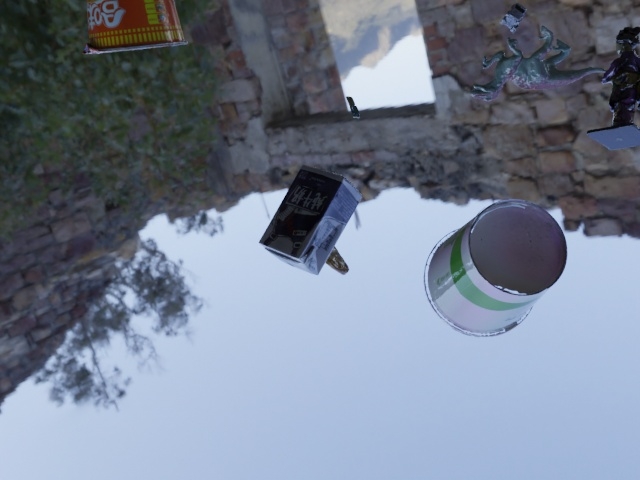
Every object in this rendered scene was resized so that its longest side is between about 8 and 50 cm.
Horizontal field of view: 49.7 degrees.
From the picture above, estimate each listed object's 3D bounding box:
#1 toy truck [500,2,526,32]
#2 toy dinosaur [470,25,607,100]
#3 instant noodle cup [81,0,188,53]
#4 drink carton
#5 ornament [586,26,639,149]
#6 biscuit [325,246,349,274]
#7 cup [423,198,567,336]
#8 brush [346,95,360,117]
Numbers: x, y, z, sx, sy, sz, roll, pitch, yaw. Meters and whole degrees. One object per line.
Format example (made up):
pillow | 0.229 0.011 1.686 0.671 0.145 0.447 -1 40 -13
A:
toy truck | 0.427 -0.492 1.522 0.044 0.039 0.083 -53 176 1
toy dinosaur | 0.438 -0.330 1.368 0.242 0.167 0.053 17 -164 -5
instant noodle cup | -0.353 -0.455 1.256 0.193 0.212 0.193 -6 -163 2
drink carton | -0.023 -0.047 1.585 0.134 0.102 0.222 21 -103 36
ornament | 0.496 -0.253 1.143 0.088 0.203 0.081 17 160 -37
biscuit | 0.000 0.000 1.786 0.029 0.118 0.247 -45 -137 15
cup | 0.355 0.052 1.390 0.253 0.253 0.274 -18 166 -8
brush | 0.072 -0.299 1.537 0.016 0.013 0.084 1 -138 -14
